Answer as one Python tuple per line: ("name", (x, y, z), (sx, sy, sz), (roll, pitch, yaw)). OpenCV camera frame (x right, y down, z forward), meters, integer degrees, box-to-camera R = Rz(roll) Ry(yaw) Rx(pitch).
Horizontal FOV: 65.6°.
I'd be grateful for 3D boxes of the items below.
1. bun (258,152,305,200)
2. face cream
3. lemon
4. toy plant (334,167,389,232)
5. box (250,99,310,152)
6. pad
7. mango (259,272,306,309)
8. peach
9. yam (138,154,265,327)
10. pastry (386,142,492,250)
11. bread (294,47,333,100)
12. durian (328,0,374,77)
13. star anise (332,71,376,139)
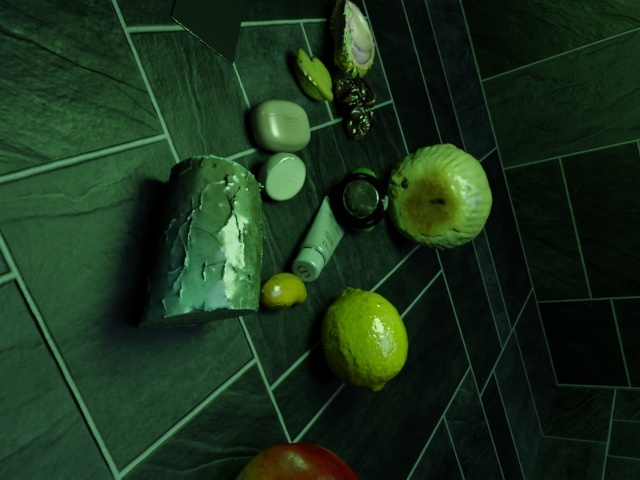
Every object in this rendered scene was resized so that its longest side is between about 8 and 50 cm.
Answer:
("bun", (-0.115, -0.181, 1.347), (0.138, 0.094, 0.138), (-26, 134, -31))
("face cream", (0.000, 0.000, 1.470), (0.143, 0.089, 0.314), (61, 30, -23))
("lemon", (0.123, 0.275, 1.425), (0.253, 0.253, 0.311), (16, 54, -49))
("toy plant", (0.133, -0.134, 1.596), (0.235, 0.175, 0.218), (5, 86, -84))
("box", (-0.108, -0.316, 1.379), (0.200, 0.088, 0.146), (-14, 93, -53))
("pad", (-0.278, -0.636, 1.299), (0.202, 0.005, 0.300), (28, 62, -46))
("mango", (-0.096, 0.135, 1.313), (0.190, 0.075, 0.098), (6, 93, -55))
("peach", (-0.029, 0.639, 1.058), (0.388, 0.388, 0.389), (14, 71, -50))
("yam", (-0.238, 0.017, 1.052), (0.241, 0.240, 0.349), (22, 64, -48))
("pastry", (0.436, -0.162, 1.818), (0.312, 0.388, 0.389), (-20, 98, -55))
("bread", (-0.029, -0.520, 1.553), (0.187, 0.065, 0.150), (40, 42, -36))
("durian", (0.099, -0.664, 1.681), (0.191, 0.112, 0.342), (33, 46, -48))
("star anise", (0.125, -0.462, 1.683), (0.190, 0.125, 0.220), (-55, 127, -38))
